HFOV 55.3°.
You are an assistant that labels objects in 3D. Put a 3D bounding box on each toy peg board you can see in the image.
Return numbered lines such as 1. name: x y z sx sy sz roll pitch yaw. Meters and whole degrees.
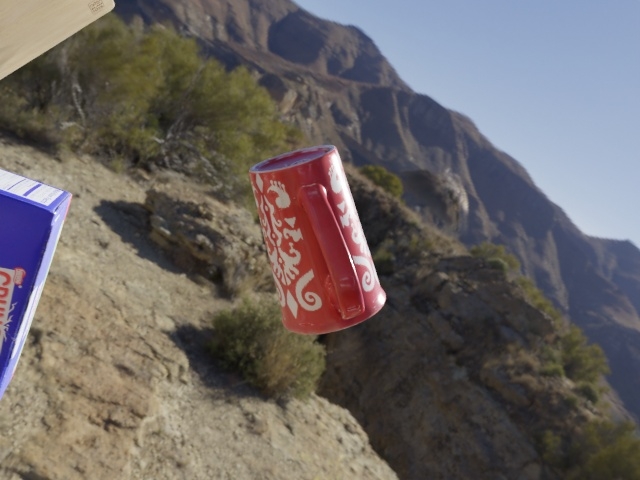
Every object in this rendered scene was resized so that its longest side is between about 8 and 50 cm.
1. toy peg board: -0.284 -0.234 0.523 0.079 0.161 0.160 50 -13 9

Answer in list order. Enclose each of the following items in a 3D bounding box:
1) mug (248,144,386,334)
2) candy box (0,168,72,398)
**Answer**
1. mug: 0.006 -0.004 0.616 0.113 0.169 0.150 -28 20 -37
2. candy box: -0.478 0.023 0.677 0.317 0.268 0.122 20 12 -16
